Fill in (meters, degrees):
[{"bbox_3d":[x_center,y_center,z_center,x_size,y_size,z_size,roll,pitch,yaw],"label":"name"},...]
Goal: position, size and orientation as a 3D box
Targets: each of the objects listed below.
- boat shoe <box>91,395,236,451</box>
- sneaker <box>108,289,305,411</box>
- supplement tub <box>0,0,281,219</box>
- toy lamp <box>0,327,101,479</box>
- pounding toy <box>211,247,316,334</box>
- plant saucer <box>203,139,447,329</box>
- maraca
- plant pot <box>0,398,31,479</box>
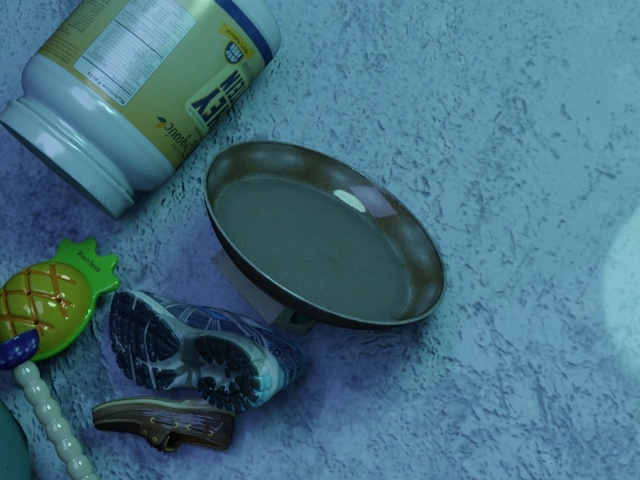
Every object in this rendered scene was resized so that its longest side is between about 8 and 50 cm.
[{"bbox_3d":[-0.189,0.220,1.578,0.178,0.064,0.060,-1,68,10],"label":"boat shoe"},{"bbox_3d":[-0.139,0.128,1.591,0.283,0.122,0.110,20,111,37],"label":"sneaker"},{"bbox_3d":[-0.225,-0.205,1.653,0.228,0.228,0.316,37,82,22],"label":"supplement tub"},{"bbox_3d":[-0.296,0.237,1.553,0.080,0.080,0.275,-28,89,2],"label":"toy lamp"},{"bbox_3d":[-0.028,0.046,1.581,0.100,0.130,0.141,-48,67,7],"label":"pounding toy"},{"bbox_3d":[0.000,0.000,1.530,0.310,0.310,0.050,44,124,23],"label":"plant saucer"},{"bbox_3d":[-0.332,0.073,1.647,0.127,0.099,0.186,37,72,22],"label":"maraca"},{"bbox_3d":[-0.507,0.211,1.479,0.341,0.334,0.341,-11,52,14],"label":"plant pot"}]
